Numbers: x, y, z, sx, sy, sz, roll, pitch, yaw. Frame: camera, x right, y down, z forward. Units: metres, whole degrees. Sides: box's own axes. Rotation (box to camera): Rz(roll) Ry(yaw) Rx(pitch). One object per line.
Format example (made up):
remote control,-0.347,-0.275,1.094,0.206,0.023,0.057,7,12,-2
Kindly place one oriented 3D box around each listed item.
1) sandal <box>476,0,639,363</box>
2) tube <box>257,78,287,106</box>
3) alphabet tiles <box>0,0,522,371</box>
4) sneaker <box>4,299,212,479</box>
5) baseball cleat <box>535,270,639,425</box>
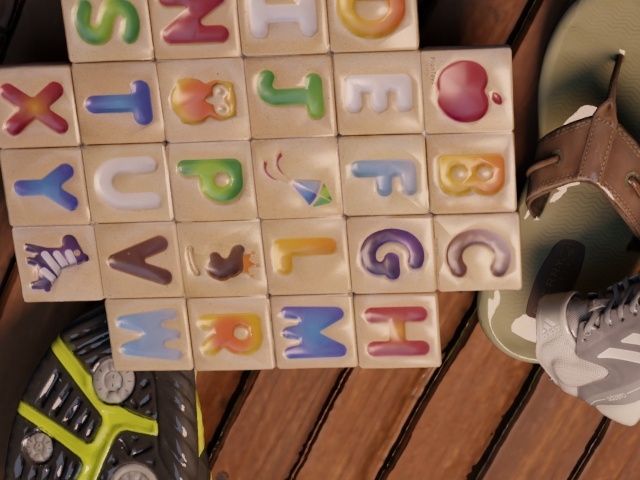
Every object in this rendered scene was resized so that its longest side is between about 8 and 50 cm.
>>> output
sandal,0.183,-0.031,1.282,0.120,0.086,0.303,16,121,3
tube,-0.090,-0.047,1.335,0.080,0.052,0.207,37,121,-16
alphabet tiles,-0.042,-0.041,1.280,0.342,0.011,0.285,-2,114,7
sneaker,-0.140,0.222,1.444,0.145,0.147,0.385,6,101,17
baseball cleat,0.198,0.050,1.249,0.109,0.072,0.206,22,139,2
